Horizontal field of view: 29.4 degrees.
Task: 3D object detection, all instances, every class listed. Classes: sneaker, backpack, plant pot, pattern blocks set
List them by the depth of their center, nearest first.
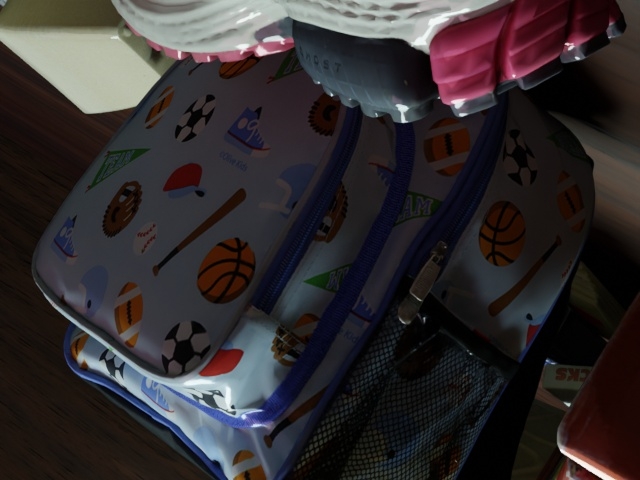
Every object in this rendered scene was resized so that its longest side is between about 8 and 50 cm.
[{"bbox_3d":[-0.003,-0.135,0.465,0.299,0.120,0.112,23,138,55],"label":"sneaker"},{"bbox_3d":[0.000,0.000,0.638,0.276,0.263,0.213,26,164,46],"label":"backpack"},{"bbox_3d":[-0.136,-0.155,0.841,0.096,0.109,0.109,11,159,36],"label":"plant pot"},{"bbox_3d":[0.148,0.015,0.931,0.324,0.026,0.285,29,176,20],"label":"pattern blocks set"}]

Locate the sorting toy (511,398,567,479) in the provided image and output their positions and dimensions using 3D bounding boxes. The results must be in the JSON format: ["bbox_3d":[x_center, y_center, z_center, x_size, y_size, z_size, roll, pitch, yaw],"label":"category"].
[{"bbox_3d":[0.076,0.138,0.827,0.307,0.041,0.229,2,-162,-46],"label":"sorting toy"}]

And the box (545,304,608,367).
[{"bbox_3d":[0.167,0.066,0.975,0.136,0.037,0.225,27,173,41],"label":"box"}]

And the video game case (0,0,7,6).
[{"bbox_3d":[-0.299,-0.271,1.014,0.300,0.036,0.329,30,170,22],"label":"video game case"}]

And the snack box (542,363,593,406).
[{"bbox_3d":[0.256,0.113,0.885,0.178,0.022,0.064,0,157,35],"label":"snack box"}]

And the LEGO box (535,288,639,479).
[{"bbox_3d":[0.333,0.149,0.434,0.500,0.193,0.372,32,172,14],"label":"LEGO box"}]
